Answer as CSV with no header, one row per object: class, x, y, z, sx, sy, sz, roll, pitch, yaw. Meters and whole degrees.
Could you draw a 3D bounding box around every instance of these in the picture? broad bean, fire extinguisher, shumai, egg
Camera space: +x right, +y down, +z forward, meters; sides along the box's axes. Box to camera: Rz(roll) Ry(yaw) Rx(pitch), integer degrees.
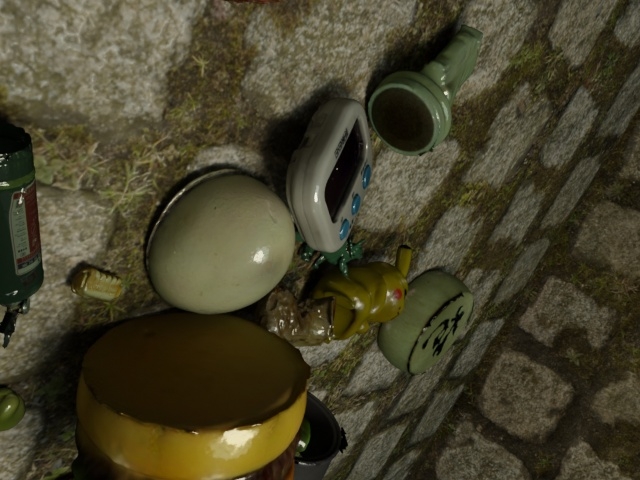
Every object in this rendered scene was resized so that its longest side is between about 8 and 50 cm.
broad bean,-0.499,0.269,0.898,0.063,0.045,0.083,-38,153,-42
fire extinguisher,-0.402,0.002,0.725,0.093,0.118,0.294,5,123,-12
shumai,-0.055,0.168,1.179,0.206,0.176,0.166,113,-9,-83
egg,-0.151,0.037,0.991,0.264,0.174,0.286,-3,126,-45

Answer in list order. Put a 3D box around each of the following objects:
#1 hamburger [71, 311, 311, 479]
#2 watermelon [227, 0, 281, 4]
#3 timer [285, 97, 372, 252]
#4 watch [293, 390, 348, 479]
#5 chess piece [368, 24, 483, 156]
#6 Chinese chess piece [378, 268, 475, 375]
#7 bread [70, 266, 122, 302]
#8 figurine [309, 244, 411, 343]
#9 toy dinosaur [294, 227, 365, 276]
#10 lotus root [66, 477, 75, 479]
hamburger,-0.229,0.317,0.962,0.396,0.396,0.277,-10,117,-46
watermelon,-0.115,-0.328,0.627,0.193,0.257,0.139,3,118,-43
timer,0.021,-0.123,1.070,0.237,0.087,0.262,69,38,-51
watch,-0.110,0.484,1.305,0.327,0.335,0.314,6,116,-42
chess piece,0.241,-0.319,1.192,0.298,0.176,0.175,-47,148,-33
Chinese chess piece,0.343,0.266,1.828,0.349,0.146,0.349,-31,142,-29
bread,-0.352,0.069,0.900,0.088,0.034,0.049,29,82,-61
figurine,0.102,0.138,1.402,0.327,0.169,0.218,-7,141,-45
toy dinosaur,-0.003,0.017,1.236,0.292,0.079,0.120,-1,104,-46
lotus root,-0.444,0.531,1.119,0.303,0.131,0.146,2,117,-51
